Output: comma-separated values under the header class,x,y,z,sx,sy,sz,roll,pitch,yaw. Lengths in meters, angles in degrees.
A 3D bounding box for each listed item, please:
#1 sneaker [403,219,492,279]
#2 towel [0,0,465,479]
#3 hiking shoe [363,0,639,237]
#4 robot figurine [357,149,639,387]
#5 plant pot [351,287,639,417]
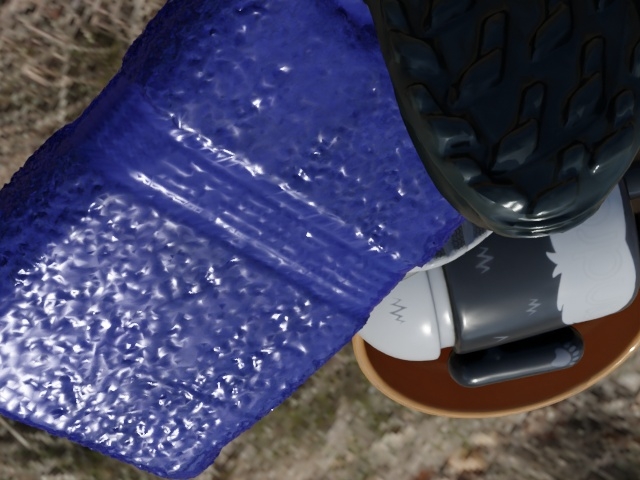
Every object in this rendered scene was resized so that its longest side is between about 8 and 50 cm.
class,x,y,z,sx,sy,sz,roll,pitch,yaw
sneaker,0.000,0.000,1.073,0.281,0.115,0.105,-23,84,-17
towel,-0.052,-0.016,0.819,0.308,0.076,0.227,-45,131,16
hiking shoe,0.065,-0.128,0.613,0.113,0.304,0.132,-7,154,0
robot figurine,0.139,-0.009,1.200,0.278,0.209,0.173,-15,162,-2
plant pot,0.157,0.002,1.479,0.291,0.203,0.291,-6,135,-6
